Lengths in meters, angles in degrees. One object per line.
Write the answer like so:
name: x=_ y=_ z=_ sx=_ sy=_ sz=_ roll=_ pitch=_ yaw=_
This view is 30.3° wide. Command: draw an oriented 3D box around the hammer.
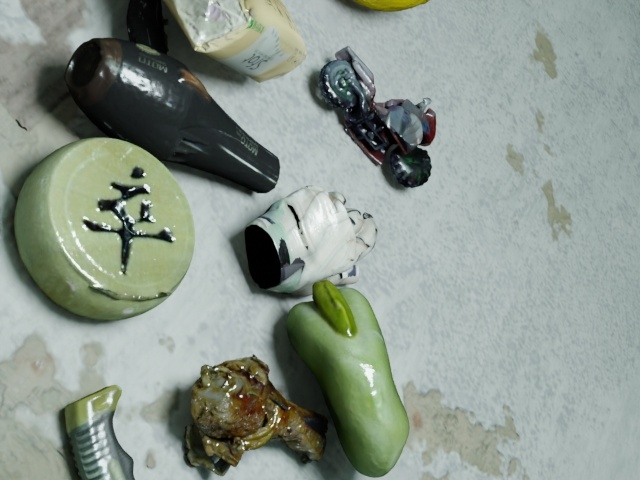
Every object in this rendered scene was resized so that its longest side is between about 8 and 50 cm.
hammer: x=-0.189 y=0.256 z=1.137 sx=0.159 sy=0.041 sz=0.226 roll=-19 pitch=86 yaw=-50

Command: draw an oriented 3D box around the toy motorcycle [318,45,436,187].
toy motorcycle: x=0.087 y=-0.173 z=1.580 sx=0.213 sy=0.082 sz=0.122 roll=46 pitch=46 yaw=-22

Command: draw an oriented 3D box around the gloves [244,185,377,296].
gloves: x=0.004 y=-0.005 z=1.407 sx=0.212 sy=0.111 sz=0.127 roll=-22 pitch=83 yaw=-40

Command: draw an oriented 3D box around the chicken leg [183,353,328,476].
chicken leg: x=-0.071 y=0.185 z=1.271 sx=0.196 sy=0.080 sz=0.125 roll=5 pitch=78 yaw=-52

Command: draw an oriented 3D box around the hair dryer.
hair dryer: x=-0.168 y=-0.233 z=1.360 sx=0.303 sy=0.120 sz=0.359 roll=24 pitch=47 yaw=-47

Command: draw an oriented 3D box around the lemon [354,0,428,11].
lemon: x=0.083 y=-0.415 z=1.616 sx=0.244 sy=0.187 sz=0.187 roll=47 pitch=45 yaw=-27

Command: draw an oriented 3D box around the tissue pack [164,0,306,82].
tissue pack: x=-0.112 y=-0.280 z=1.347 sx=0.186 sy=0.090 sz=0.222 roll=60 pitch=11 yaw=8

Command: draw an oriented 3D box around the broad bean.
broad bean: x=0.038 y=0.153 z=1.334 sx=0.100 sy=0.169 sz=0.228 roll=-22 pitch=92 yaw=-8

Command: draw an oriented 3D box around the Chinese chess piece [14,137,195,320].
Chinese chess piece: x=-0.216 y=-0.012 z=1.202 sx=0.188 sy=0.083 sz=0.188 roll=18 pitch=61 yaw=-36
